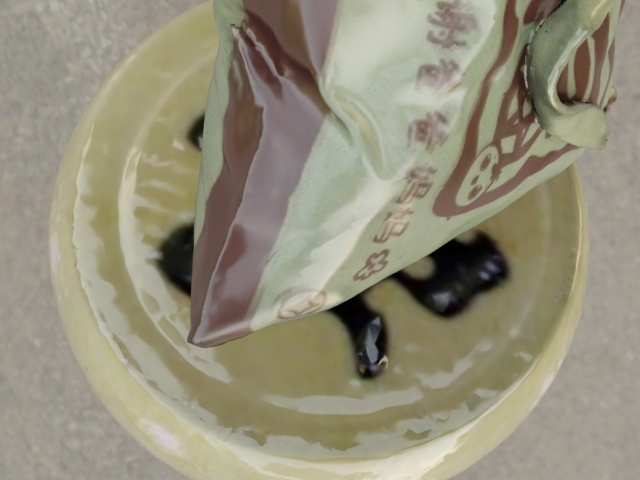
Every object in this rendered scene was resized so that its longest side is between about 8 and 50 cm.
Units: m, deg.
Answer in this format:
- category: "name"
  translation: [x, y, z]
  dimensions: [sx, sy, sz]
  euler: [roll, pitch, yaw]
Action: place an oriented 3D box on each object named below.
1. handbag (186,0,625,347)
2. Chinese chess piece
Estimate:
- category: "handbag"
  translation: [0.045, -0.088, 0.453]
  dimensions: [0.235, 0.127, 0.213]
  euler: [-33, 142, -48]
- category: "Chinese chess piece"
  translation: [0.000, 0.000, 0.622]
  dimensions: [0.257, 0.257, 0.104]
  euler: [-18, 163, -11]
